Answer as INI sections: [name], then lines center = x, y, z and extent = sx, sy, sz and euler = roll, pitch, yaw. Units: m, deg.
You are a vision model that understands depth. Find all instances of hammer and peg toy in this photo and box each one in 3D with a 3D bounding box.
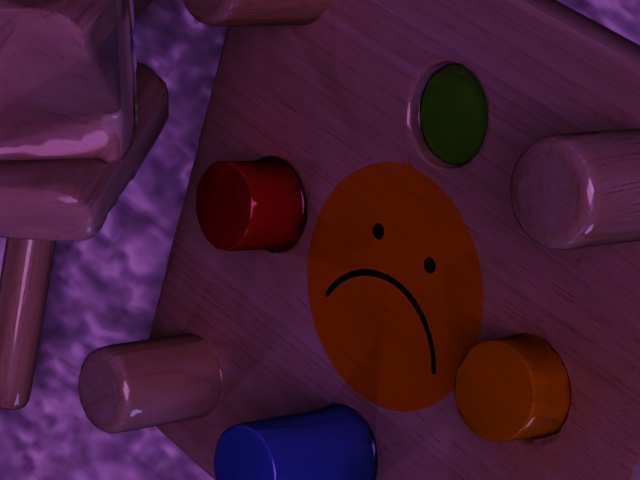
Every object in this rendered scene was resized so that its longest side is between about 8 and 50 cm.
[hammer and peg toy]
center = 0.000, 0.000, 0.757
extent = 0.361, 0.127, 0.266
euler = 35, 119, 39

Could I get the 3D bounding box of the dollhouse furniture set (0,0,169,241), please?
[dollhouse furniture set]
center = -0.237, -0.222, 0.666
extent = 0.394, 0.256, 0.362
euler = 2, 114, 8
